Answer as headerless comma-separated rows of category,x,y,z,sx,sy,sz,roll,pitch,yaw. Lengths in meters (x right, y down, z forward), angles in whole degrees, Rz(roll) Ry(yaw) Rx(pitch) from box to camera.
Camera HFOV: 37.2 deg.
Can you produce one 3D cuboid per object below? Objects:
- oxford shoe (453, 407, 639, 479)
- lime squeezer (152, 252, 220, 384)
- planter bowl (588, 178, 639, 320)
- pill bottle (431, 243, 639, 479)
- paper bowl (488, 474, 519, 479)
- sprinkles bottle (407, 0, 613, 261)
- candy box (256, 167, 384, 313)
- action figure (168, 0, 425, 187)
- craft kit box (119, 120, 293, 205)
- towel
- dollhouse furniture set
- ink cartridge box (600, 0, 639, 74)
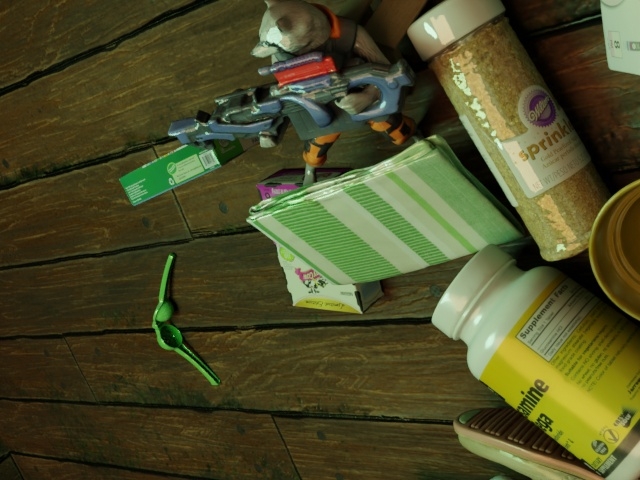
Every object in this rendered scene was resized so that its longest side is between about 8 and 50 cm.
oxford shoe,0.371,0.359,1.403,0.397,0.140,0.146,16,113,35
lime squeezer,-0.307,0.172,1.984,0.110,0.059,0.310,4,118,42
planter bowl,0.441,-0.003,1.142,0.217,0.090,0.217,12,124,19
pill bottle,0.323,0.157,1.277,0.334,0.188,0.188,38,136,18
paper bowl,0.323,0.475,1.477,0.284,0.284,0.148,33,90,23
sprinkles bottle,0.250,-0.150,1.213,0.121,0.121,0.355,-27,97,48
candy box,0.000,0.000,1.577,0.159,0.071,0.233,2,118,41
action figure,-0.022,-0.193,1.286,0.341,0.178,0.330,-6,146,16
craft kit box,-0.153,-0.152,1.487,0.250,0.247,0.061,-17,101,46
towel,0.090,-0.028,1.365,0.325,0.038,0.248,-19,139,32
dollhouse furniture set,0.093,-0.294,1.332,0.144,0.123,0.151,26,166,28
ink cartridge box,0.355,-0.264,0.978,0.066,0.232,0.189,-12,105,-1
